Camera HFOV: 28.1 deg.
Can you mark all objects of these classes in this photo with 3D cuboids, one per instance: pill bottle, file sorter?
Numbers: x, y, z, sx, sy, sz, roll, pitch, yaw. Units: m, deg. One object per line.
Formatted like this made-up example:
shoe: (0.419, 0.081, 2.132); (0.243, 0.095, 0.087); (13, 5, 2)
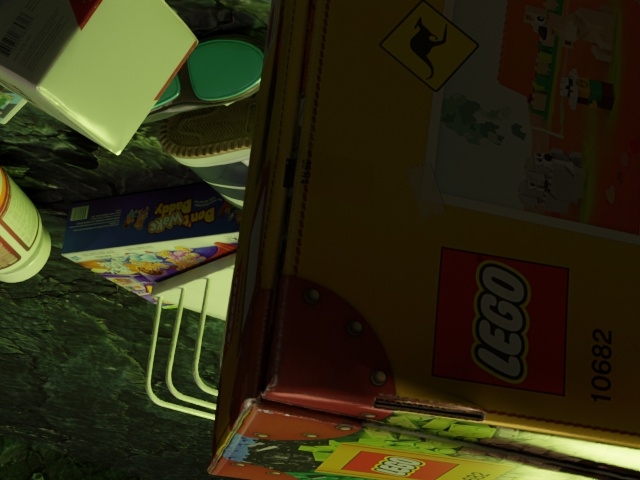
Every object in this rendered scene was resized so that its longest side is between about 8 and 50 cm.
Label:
pill bottle: (-0.436, -0.028, 1.663); (0.121, 0.121, 0.221); (3, 159, 10)
file sorter: (-0.085, 0.136, 1.695); (0.192, 0.173, 0.277); (21, 155, -32)

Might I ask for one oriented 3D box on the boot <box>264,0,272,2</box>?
boot: (-0.082, -0.233, 1.087); (0.190, 0.069, 0.086); (0, 153, 16)

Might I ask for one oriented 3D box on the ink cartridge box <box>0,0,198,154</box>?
ink cartridge box: (-0.226, -0.182, 1.097); (0.176, 0.128, 0.127); (30, 173, 32)

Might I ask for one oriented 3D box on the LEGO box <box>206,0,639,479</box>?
LEGO box: (0.153, -0.093, 0.777); (0.372, 0.500, 0.193); (10, 159, -8)

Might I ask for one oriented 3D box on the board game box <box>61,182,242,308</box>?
board game box: (-0.140, 0.008, 1.729); (0.347, 0.078, 0.233); (-7, 155, 32)

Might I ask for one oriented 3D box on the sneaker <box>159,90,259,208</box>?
sneaker: (-0.019, -0.094, 1.394); (0.282, 0.099, 0.153); (2, 158, 22)

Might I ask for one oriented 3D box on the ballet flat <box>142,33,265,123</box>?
ballet flat: (-0.124, -0.164, 1.302); (0.203, 0.074, 0.074); (-12, 153, 27)

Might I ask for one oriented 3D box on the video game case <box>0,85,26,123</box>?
video game case: (-0.388, -0.193, 1.357); (0.183, 0.023, 0.201); (18, 155, -28)
